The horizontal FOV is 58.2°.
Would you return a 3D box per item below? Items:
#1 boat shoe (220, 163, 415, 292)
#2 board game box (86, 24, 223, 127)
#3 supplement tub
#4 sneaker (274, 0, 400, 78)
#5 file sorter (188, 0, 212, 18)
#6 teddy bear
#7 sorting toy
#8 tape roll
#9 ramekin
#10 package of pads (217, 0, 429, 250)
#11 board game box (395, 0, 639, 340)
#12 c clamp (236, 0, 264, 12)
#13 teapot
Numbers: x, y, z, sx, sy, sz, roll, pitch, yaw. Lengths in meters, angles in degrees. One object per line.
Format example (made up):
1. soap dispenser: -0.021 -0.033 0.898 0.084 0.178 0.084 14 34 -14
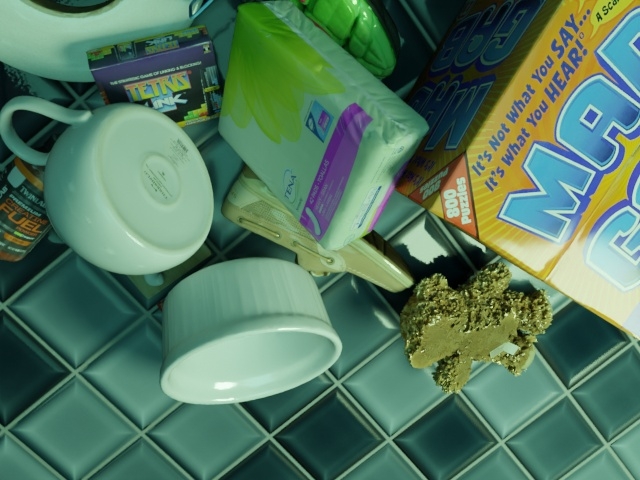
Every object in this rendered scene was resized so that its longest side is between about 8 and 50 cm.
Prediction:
1. boat shoe: 0.000 0.000 0.960 0.341 0.121 0.110 32 105 -7
2. board game box: -0.234 -0.229 0.850 0.171 0.048 0.141 -17 148 -8
3. supplement tub: -0.442 -0.069 0.880 0.106 0.106 0.198 41 96 -15
4. sneaker: 0.000 -0.446 0.784 0.202 0.185 0.482 -39 114 -17
5. file sorter: -0.185 -0.383 0.721 0.104 0.118 0.170 -39 122 13
6. teddy bear: 0.275 0.151 1.027 0.338 0.113 0.244 -8 117 -22
7. sorting toy: -0.267 0.011 0.955 0.132 0.046 0.274 -36 106 2
8. tape roll: -0.341 -0.413 0.770 0.393 0.072 0.391 -7 120 -12
9. ramekin: -0.116 0.143 0.903 0.278 0.135 0.277 -11 149 -7
10. package of pads: -0.016 -0.154 0.804 0.101 0.229 0.296 -28 67 -35
11. board game box: 0.336 -0.142 0.836 0.357 0.356 0.356 30 98 -15
12. c clamp: -0.077 -0.409 0.888 0.161 0.022 0.137 -41 101 5
13. teapot: -0.292 -0.063 0.810 0.187 0.253 0.255 -14 84 29
